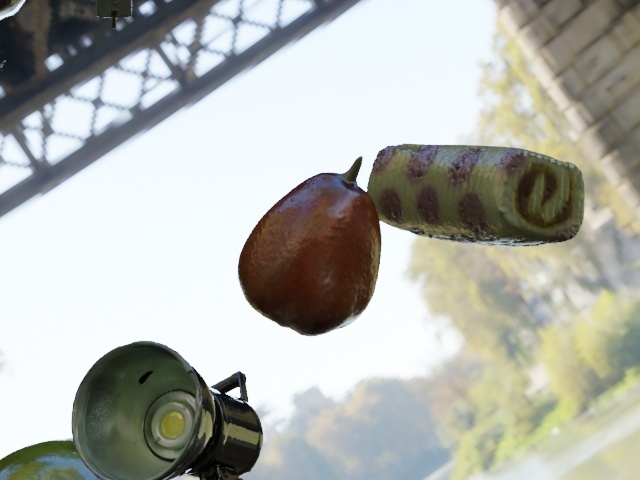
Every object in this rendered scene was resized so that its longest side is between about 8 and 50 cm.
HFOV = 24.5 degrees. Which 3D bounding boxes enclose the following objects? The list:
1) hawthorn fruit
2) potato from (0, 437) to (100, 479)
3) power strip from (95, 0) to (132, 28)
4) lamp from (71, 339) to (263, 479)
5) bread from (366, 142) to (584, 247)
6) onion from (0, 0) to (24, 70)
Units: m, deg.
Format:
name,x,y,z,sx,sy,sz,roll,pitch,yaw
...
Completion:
name,x,y,z,sx,sy,sz,roll,pitch,yaw
hawthorn fruit,0.000,0.000,1.949,0.199,0.199,0.251,-14,-52,-66
potato,-0.364,0.372,2.010,0.216,0.215,0.304,-40,-27,27
power strip,-0.273,-0.346,1.948,0.051,0.136,0.019,-3,23,-16
lamp,-0.134,0.204,1.533,0.147,0.172,0.227,-30,-26,14
bread,0.239,-0.070,2.311,0.187,0.155,0.338,12,-4,-36
onion,-0.583,-0.376,2.372,0.273,0.285,0.273,-24,11,5
